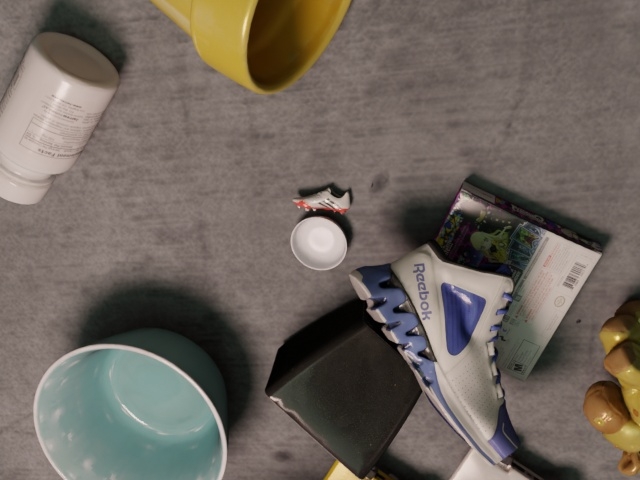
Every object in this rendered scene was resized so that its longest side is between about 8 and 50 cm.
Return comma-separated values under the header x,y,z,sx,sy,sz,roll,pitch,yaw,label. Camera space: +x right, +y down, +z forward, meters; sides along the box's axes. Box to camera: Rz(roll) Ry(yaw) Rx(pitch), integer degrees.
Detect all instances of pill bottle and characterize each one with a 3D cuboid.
x,y,z,sx,sy,sz,roll,pitch,yaw,label
-0.391,-0.168,1.371,0.131,0.131,0.229,36,117,-3,pill bottle

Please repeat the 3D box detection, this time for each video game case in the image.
x,y,z,sx,sy,sz,roll,pitch,yaw,label
0.245,0.061,1.361,0.210,0.042,0.232,24,117,3,video game case

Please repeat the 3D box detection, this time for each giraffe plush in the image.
x,y,z,sx,sy,sz,roll,pitch,yaw,label
0.436,0.214,1.318,0.210,0.181,0.170,44,130,12,giraffe plush

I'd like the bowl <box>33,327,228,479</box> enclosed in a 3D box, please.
x,y,z,sx,sy,sz,roll,pitch,yaw,label
-0.270,0.261,1.513,0.312,0.163,0.311,5,114,11,bowl

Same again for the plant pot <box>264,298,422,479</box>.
x,y,z,sx,sy,sz,roll,pitch,yaw,label
0.051,0.192,1.401,0.188,0.187,0.167,42,102,-6,plant pot

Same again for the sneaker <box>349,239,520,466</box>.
x,y,z,sx,sy,sz,roll,pitch,yaw,label
0.197,0.126,1.268,0.182,0.127,0.315,-34,94,-3,sneaker

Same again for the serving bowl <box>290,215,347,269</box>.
x,y,z,sx,sy,sz,roll,pitch,yaw,label
0.000,0.000,1.404,0.083,0.027,0.083,5,115,11,serving bowl

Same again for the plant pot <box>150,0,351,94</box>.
x,y,z,sx,sy,sz,roll,pitch,yaw,label
-0.110,-0.341,1.176,0.239,0.254,0.254,30,118,18,plant pot

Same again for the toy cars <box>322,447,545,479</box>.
x,y,z,sx,sy,sz,roll,pitch,yaw,label
0.194,0.393,1.498,0.394,0.087,0.176,-7,96,13,toy cars

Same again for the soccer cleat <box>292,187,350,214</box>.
x,y,z,sx,sy,sz,roll,pitch,yaw,label
0.002,-0.060,1.379,0.083,0.029,0.035,8,106,7,soccer cleat
